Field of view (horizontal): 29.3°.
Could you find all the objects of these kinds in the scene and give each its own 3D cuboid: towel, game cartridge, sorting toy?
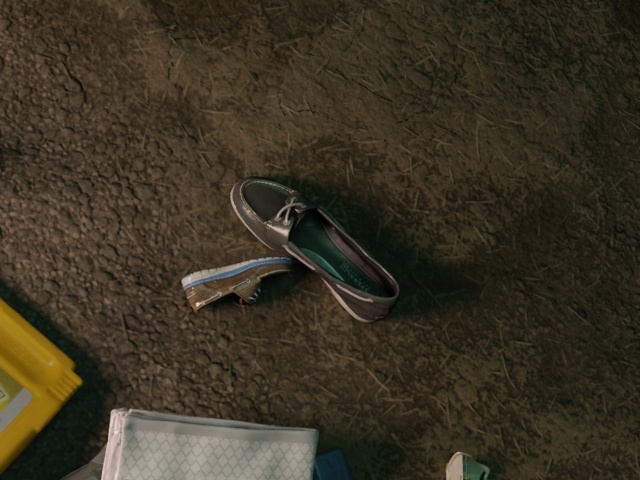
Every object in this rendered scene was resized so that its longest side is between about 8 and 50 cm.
[{"bbox_3d":[0.022,0.391,1.924,0.067,0.029,0.119,-12,76,-24],"label":"towel"},{"bbox_3d":[-0.524,0.201,1.720,0.285,0.053,0.324,41,44,-3],"label":"game cartridge"},{"bbox_3d":[-0.162,0.414,1.772,0.331,0.053,0.317,9,83,-25],"label":"towel"},{"bbox_3d":[0.246,0.394,2.004,0.075,0.045,0.083,12,66,-24],"label":"sorting toy"}]

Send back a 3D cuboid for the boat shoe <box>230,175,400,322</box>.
[{"bbox_3d":[0.000,0.000,2.024,0.335,0.095,0.112,41,62,-2],"label":"boat shoe"}]

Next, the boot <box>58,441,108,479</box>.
[{"bbox_3d":[-0.313,0.399,1.769,0.189,0.076,0.208,46,60,1],"label":"boot"}]

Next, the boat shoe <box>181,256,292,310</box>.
[{"bbox_3d":[-0.129,0.072,1.972,0.183,0.066,0.066,-13,80,-14],"label":"boat shoe"}]
